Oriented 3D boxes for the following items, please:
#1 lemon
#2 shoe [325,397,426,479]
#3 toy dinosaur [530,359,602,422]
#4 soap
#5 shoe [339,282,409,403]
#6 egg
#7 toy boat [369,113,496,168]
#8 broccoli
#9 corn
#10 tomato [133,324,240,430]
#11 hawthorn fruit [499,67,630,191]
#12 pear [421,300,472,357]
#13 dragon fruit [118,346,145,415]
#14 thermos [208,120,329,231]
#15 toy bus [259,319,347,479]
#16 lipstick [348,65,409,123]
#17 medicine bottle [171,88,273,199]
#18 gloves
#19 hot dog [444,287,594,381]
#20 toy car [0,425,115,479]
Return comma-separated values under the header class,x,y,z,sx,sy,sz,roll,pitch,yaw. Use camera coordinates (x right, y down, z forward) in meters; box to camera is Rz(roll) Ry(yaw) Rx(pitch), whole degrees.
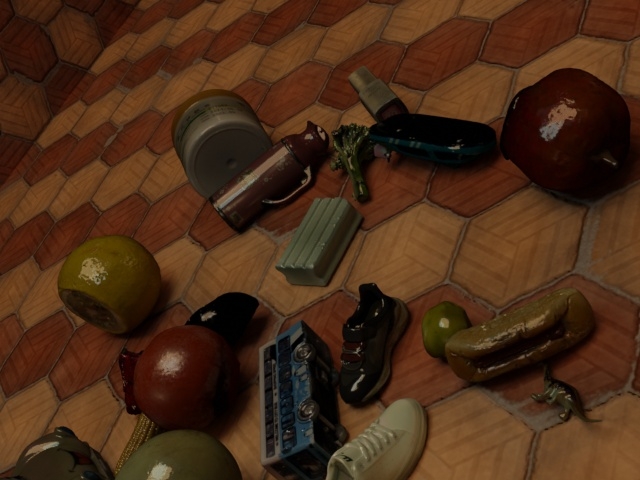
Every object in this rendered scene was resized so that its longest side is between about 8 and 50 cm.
class,x,y,z,sx,sy,sz,roll,pitch,yaw
lemon,-0.501,0.092,2.047,0.240,0.240,0.219,-5,45,41
shoe,0.075,0.349,1.320,0.095,0.110,0.265,4,57,47
toy dinosaur,0.352,0.234,1.244,0.058,0.037,0.180,-43,33,5
soap,0.000,0.000,1.819,0.119,0.066,0.198,2,52,43
shoe,0.077,0.177,1.507,0.099,0.112,0.228,-3,47,40
egg,-0.256,0.463,1.417,0.218,0.218,0.296,23,84,53
toy boat,0.245,-0.201,1.802,0.134,0.092,0.298,-25,30,-36
broccoli,0.081,-0.172,1.923,0.122,0.118,0.204,-8,57,2
corn,-0.355,0.409,1.701,0.068,0.068,0.207,-13,40,34
tomato,-0.255,0.271,1.640,0.184,0.208,0.208,-2,47,21
hawthorn fruit,0.447,-0.190,1.488,0.215,0.215,0.250,-38,33,4
pear,0.214,0.155,1.428,0.097,0.092,0.092,-61,31,14
dragon fruit,-0.369,0.299,1.817,0.102,0.096,0.147,-2,92,47
thermos,-0.111,-0.160,2.068,0.330,0.109,0.136,-39,34,2
toy bus,-0.037,0.287,1.503,0.131,0.106,0.297,-30,34,18
lipstick,0.137,-0.356,2.078,0.079,0.077,0.253,-37,35,5
medicine bottle,-0.256,-0.248,2.191,0.238,0.238,0.232,-38,34,4
gloves,-0.236,0.191,1.798,0.164,0.124,0.203,-21,-22,-40
hot dog,0.311,0.157,1.320,0.242,0.084,0.073,-25,17,19
toy car,-0.587,0.534,1.641,0.336,0.226,0.242,-48,35,-8
